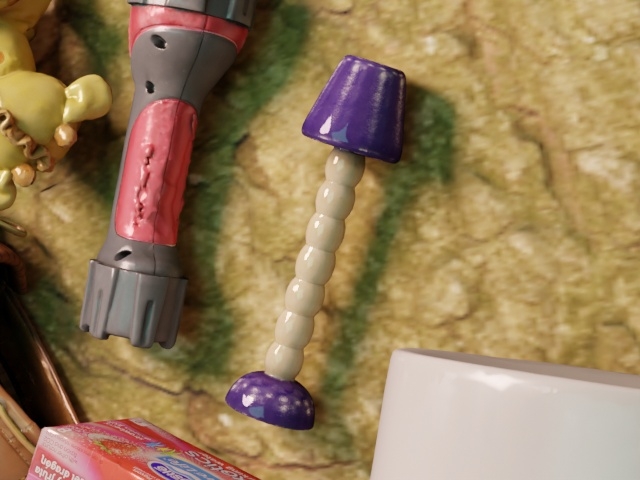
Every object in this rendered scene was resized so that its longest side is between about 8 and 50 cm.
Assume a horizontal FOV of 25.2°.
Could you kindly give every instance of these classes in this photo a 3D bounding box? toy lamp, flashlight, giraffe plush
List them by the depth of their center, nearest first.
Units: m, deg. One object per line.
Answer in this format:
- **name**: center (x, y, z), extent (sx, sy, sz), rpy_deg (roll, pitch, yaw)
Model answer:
- **toy lamp**: center (0.000, 0.000, 1.058), extent (0.080, 0.080, 0.275), rpy_deg (19, 95, 28)
- **flashlight**: center (-0.121, -0.070, 1.115), extent (0.103, 0.103, 0.304), rpy_deg (10, 90, 25)
- **giraffe plush**: center (-0.256, -0.127, 1.151), extent (0.170, 0.210, 0.181), rpy_deg (44, 121, 5)

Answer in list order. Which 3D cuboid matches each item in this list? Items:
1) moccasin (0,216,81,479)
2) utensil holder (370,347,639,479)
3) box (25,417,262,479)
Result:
- **moccasin**: center (-0.299, 0.037, 1.181), extent (0.147, 0.139, 0.380), rpy_deg (-30, 74, 22)
- **utensil holder**: center (0.162, 0.270, 0.817), extent (0.327, 0.327, 0.386), rpy_deg (5, 88, 28)
- **box**: center (-0.094, 0.237, 1.063), extent (0.257, 0.128, 0.123), rpy_deg (22, 97, 27)
